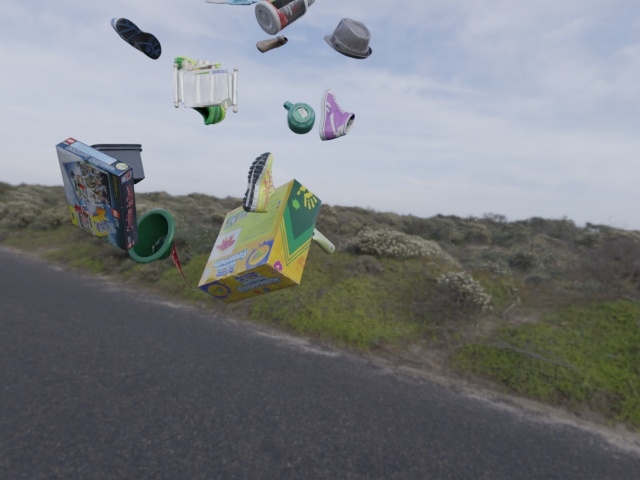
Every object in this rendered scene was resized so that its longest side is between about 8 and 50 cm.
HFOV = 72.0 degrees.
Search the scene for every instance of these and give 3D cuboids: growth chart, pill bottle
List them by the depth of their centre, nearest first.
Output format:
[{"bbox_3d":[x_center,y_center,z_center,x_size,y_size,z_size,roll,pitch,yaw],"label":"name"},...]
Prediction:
[{"bbox_3d":[-0.372,-0.500,1.418,0.238,0.171,0.021,5,-3,10],"label":"growth chart"},{"bbox_3d":[-0.180,-1.244,2.337,0.318,0.176,0.176,-44,25,-21],"label":"pill bottle"}]

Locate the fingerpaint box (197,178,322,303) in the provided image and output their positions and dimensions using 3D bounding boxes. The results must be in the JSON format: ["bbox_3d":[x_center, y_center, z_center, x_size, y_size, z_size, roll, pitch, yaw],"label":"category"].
[{"bbox_3d":[-0.232,0.017,1.684,0.445,0.370,0.163,-20,-46,42],"label":"fingerpaint box"}]

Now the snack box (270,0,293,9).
[{"bbox_3d":[-0.086,-0.675,1.115,0.100,0.141,0.037,-14,-12,29],"label":"snack box"}]

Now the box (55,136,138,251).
[{"bbox_3d":[-0.497,-0.097,0.996,0.159,0.233,0.044,25,44,7],"label":"box"}]

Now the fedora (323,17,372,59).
[{"bbox_3d":[0.155,-1.040,2.239,0.244,0.124,0.275,-12,53,-30],"label":"fedora"}]

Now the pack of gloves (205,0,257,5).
[{"bbox_3d":[-0.333,-1.031,1.844,0.232,0.046,0.195,19,45,24],"label":"pack of gloves"}]

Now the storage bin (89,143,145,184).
[{"bbox_3d":[-0.522,-0.187,1.124,0.098,0.090,0.135,-18,-3,39],"label":"storage bin"}]

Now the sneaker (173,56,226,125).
[{"bbox_3d":[-0.501,-0.606,1.793,0.110,0.295,0.123,0,38,51],"label":"sneaker"}]

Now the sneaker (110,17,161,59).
[{"bbox_3d":[-0.677,-0.752,1.629,0.081,0.080,0.211,31,-1,29],"label":"sneaker"}]

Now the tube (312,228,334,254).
[{"bbox_3d":[0.000,0.000,2.265,0.070,0.062,0.240,25,-11,32],"label":"tube"}]

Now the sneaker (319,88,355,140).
[{"bbox_3d":[0.086,-0.585,2.024,0.161,0.281,0.102,-8,-24,23],"label":"sneaker"}]

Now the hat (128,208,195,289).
[{"bbox_3d":[-0.495,0.027,1.429,0.173,0.208,0.183,6,-18,24],"label":"hat"}]

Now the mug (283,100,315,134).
[{"bbox_3d":[-0.100,-0.558,1.989,0.158,0.129,0.097,11,-4,-5],"label":"mug"}]

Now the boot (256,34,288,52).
[{"bbox_3d":[-0.164,-0.687,1.529,0.087,0.042,0.118,-14,21,21],"label":"boot"}]

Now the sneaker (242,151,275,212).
[{"bbox_3d":[-0.187,-0.185,1.446,0.094,0.208,0.082,16,1,-40],"label":"sneaker"}]
